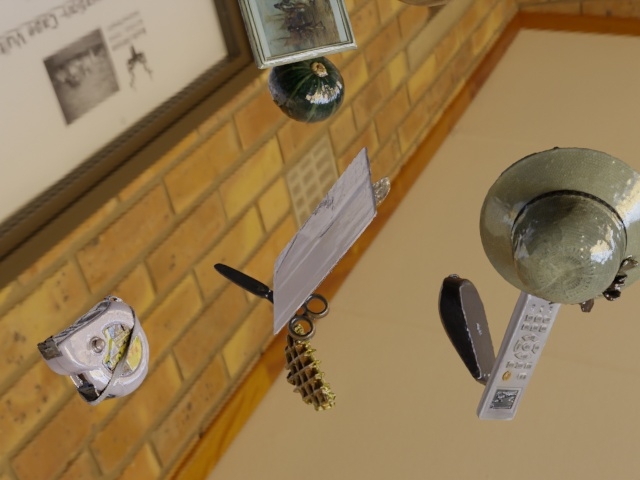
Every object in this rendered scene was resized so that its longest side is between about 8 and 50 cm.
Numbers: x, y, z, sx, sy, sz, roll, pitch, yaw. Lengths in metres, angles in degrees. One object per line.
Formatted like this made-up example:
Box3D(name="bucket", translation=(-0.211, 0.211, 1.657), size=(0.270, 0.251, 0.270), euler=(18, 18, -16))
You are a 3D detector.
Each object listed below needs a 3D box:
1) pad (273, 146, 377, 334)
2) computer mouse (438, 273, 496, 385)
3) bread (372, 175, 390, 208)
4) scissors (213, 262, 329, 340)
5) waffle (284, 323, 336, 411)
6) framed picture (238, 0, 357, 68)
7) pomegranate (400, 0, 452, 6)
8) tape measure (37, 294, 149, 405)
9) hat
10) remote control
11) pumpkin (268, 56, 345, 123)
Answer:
Box3D(name="pad", translation=(0.000, 0.000, 1.093), size=(0.004, 0.232, 0.156), euler=(26, -147, -21))
Box3D(name="computer mouse", translation=(0.362, 0.227, 2.163), size=(0.087, 0.295, 0.168), euler=(-21, 165, 26))
Box3D(name="bread", translation=(0.055, -0.053, 1.382), size=(0.126, 0.044, 0.129), euler=(-38, -178, -34))
Box3D(name="scissors", translation=(-0.091, 0.090, 1.462), size=(0.220, 0.017, 0.088), euler=(28, -108, 19))
Box3D(name="waffle", translation=(-0.023, 0.296, 1.962), size=(0.046, 0.161, 0.192), euler=(-11, -147, -36))
Box3D(name="framed picture", translation=(-0.054, -0.454, 1.534), size=(0.217, 0.274, 0.017), euler=(-20, -174, -27))
Box3D(name="pomegranate", translation=(0.194, -0.542, 1.571), size=(0.229, 0.252, 0.270), euler=(-12, -119, -1))
Box3D(name="tape measure", translation=(-0.449, 0.235, 1.799), size=(0.120, 0.197, 0.236), euler=(-18, -165, 34))
Box3D(name="hat", translation=(0.338, 0.011, 1.190), size=(0.257, 0.257, 0.130), euler=(-1, -151, 21))
Box3D(name="remote control", translation=(0.407, 0.225, 1.792), size=(0.109, 0.313, 0.055), euler=(10, -166, -37))
Box3D(name="pumpkin", translation=(-0.030, -0.321, 1.809), size=(0.125, 0.167, 0.167), euler=(-38, -167, 37))
